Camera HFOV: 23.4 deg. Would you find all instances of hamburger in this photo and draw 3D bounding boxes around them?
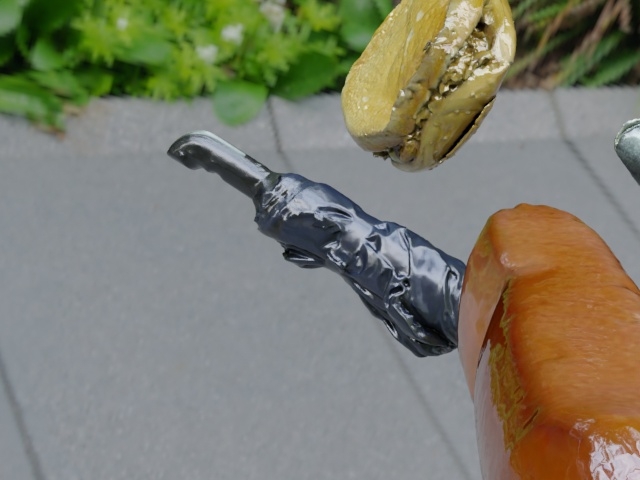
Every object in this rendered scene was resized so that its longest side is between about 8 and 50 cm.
[{"bbox_3d":[0.106,-0.169,1.530,0.108,0.213,0.213,24,36,-16],"label":"hamburger"}]

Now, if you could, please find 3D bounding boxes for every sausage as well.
[{"bbox_3d":[0.111,0.068,0.663,0.094,0.097,0.348,7,17,-1],"label":"sausage"}]

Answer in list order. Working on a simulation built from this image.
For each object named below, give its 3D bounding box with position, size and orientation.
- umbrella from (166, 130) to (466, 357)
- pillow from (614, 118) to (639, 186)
[{"bbox_3d":[0.004,-0.007,1.038,0.248,0.071,0.071,35,39,8],"label":"umbrella"},{"bbox_3d":[0.228,-0.023,0.902,0.091,0.135,0.055,-12,27,14],"label":"pillow"}]
